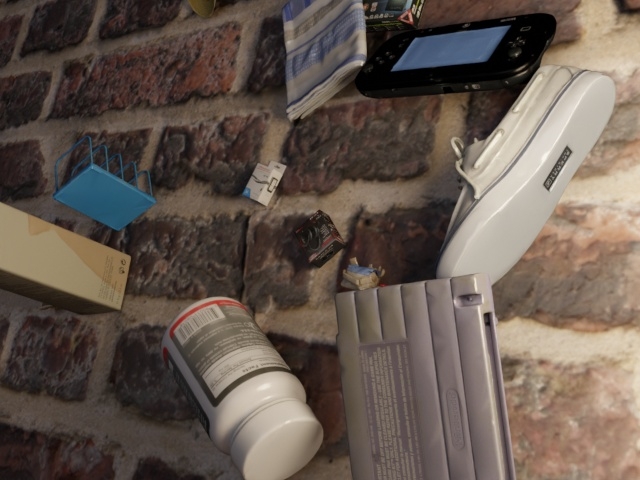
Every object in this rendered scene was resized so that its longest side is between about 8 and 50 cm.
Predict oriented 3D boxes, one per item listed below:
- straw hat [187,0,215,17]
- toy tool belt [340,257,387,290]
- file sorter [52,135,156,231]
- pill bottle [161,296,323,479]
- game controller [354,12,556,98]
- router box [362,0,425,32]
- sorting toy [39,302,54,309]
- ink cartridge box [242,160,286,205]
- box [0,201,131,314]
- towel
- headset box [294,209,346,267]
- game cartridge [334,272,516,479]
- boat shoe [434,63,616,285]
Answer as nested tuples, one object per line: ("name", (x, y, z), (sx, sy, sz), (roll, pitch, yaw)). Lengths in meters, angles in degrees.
("straw hat", (-0.245, -0.564, 1.817), (0.061, 0.145, 0.144), (-29, 40, -28))
("toy tool belt", (0.073, 0.055, 1.287), (0.083, 0.052, 0.051), (9, 85, 40))
("file sorter", (-0.445, -0.119, 1.706), (0.118, 0.170, 0.104), (-33, 49, 23))
("pill bottle", (-0.123, 0.231, 1.290), (0.161, 0.161, 0.283), (-50, 48, 9))
("game controller", (0.208, -0.291, 1.305), (0.319, 0.067, 0.166), (4, 54, 39))
("router box", (0.127, -0.421, 1.470), (0.122, 0.038, 0.092), (7, 75, 41))
("sorting toy", (-0.560, 0.108, 1.782), (0.075, 0.045, 0.083), (-16, 60, 25))
("ink cartridge box", (-0.103, -0.110, 1.519), (0.048, 0.028, 0.083), (23, 85, 42))
("box", (-0.541, 0.043, 1.609), (0.148, 0.311, 0.121), (-8, 65, 36))
("towel", (0.002, -0.379, 1.527), (0.209, 0.034, 0.285), (-29, 53, 41))
("headset box", (0.000, 0.000, 1.384), (0.062, 0.032, 0.083), (-41, 49, 17))
("game cartridge", (0.135, 0.232, 1.088), (0.230, 0.068, 0.355), (-11, 83, 40))
("boat shoe", (0.246, -0.099, 1.163), (0.156, 0.136, 0.367), (33, 89, 43))
